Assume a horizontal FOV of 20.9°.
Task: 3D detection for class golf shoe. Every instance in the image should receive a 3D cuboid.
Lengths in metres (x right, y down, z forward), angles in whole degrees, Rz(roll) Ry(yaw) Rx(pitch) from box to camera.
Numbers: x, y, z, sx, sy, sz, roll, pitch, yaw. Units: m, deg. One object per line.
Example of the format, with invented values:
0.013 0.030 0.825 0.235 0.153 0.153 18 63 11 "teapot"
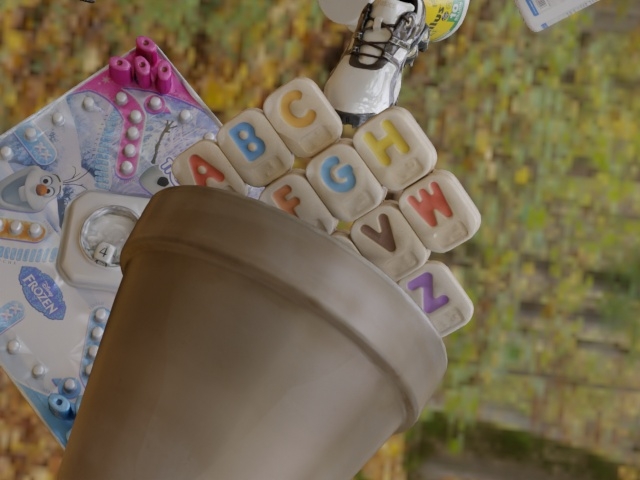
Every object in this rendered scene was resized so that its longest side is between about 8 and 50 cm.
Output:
0.052 -0.191 1.715 0.198 0.077 0.094 -64 161 -44 "golf shoe"

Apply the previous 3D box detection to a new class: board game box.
-0.246 -0.005 2.058 0.390 0.390 0.050 50 -15 15 "board game box"

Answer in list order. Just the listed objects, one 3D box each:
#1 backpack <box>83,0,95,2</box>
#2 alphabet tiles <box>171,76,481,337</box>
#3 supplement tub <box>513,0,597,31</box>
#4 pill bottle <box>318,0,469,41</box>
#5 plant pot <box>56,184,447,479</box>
-0.248 -0.334 1.752 0.152 0.115 0.182 18 44 -48 "backpack"
0.000 0.000 1.605 0.278 0.284 0.021 55 26 -8 "alphabet tiles"
0.242 -0.258 1.710 0.071 0.107 0.071 58 15 -24 "supplement tub"
0.091 -0.314 2.213 0.208 0.117 0.117 -5 102 -54 "pill bottle"
-0.088 0.155 1.574 0.280 0.323 0.323 -59 169 -21 "plant pot"
